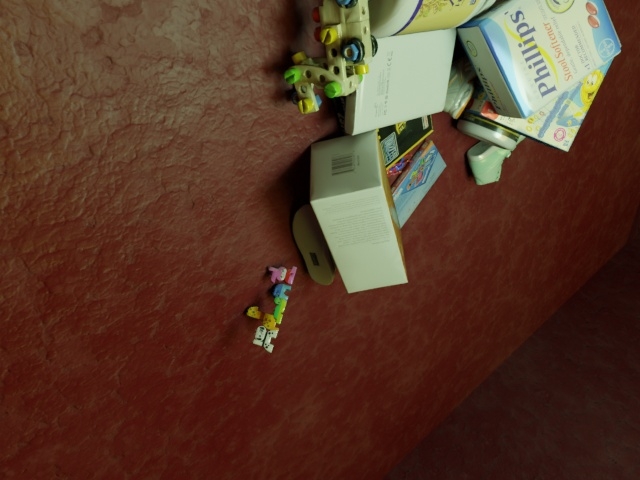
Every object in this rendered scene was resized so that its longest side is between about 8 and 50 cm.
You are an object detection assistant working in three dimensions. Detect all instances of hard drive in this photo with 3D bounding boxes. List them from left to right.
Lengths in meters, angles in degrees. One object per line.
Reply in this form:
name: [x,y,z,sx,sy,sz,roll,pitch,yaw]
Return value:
hard drive: [0.191,-0.385,1.234,0.318,0.040,0.210,-22,129,-33]

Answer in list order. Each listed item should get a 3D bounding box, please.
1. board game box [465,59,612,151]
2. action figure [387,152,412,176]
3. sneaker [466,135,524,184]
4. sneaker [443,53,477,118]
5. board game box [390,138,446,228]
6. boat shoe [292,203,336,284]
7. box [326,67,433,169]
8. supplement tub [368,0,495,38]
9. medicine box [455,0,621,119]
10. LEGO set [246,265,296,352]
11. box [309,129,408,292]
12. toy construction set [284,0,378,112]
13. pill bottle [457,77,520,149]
board game box: [0.603,-0.440,1.422,0.308,0.086,0.302,17,105,-16]
action figure: [0.222,-0.213,1.510,0.115,0.030,0.038,-35,141,-21]
sneaker: [0.612,-0.293,1.787,0.255,0.094,0.151,-32,129,-12]
sneaker: [0.378,-0.468,1.444,0.099,0.120,0.263,109,7,-66]
board game box: [0.275,-0.159,1.598,0.281,0.027,0.145,-53,141,-3]
boat shoe: [0.000,0.000,1.387,0.088,0.096,0.268,-61,144,-41]
box: [0.160,-0.347,1.321,0.257,0.079,0.322,-39,137,-17]
supplement tub: [0.213,-0.566,1.098,0.331,0.241,0.241,-22,130,-33]
medicine box: [0.522,-0.488,1.263,0.289,0.149,0.264,-36,111,1]
LEGO set: [-0.141,0.173,1.362,0.087,0.093,0.227,110,-4,-71]
box: [0.101,-0.064,1.305,0.168,0.215,0.345,-11,136,11]
toy construction set: [-0.004,-0.417,1.033,0.151,0.214,0.328,-54,139,-35]
pill bottle: [0.560,-0.457,1.556,0.187,0.187,0.334,9,109,-47]
